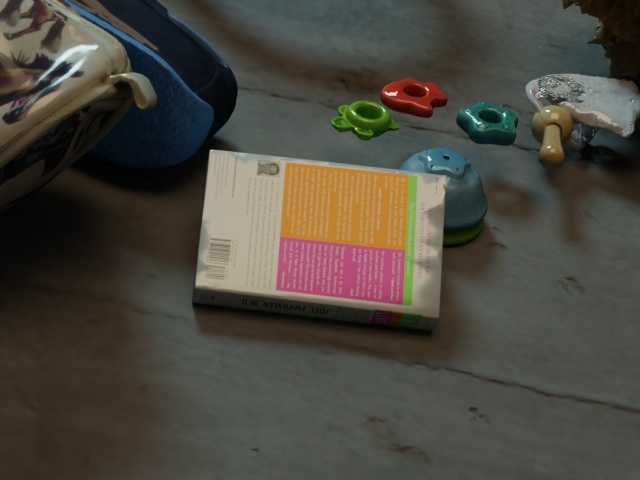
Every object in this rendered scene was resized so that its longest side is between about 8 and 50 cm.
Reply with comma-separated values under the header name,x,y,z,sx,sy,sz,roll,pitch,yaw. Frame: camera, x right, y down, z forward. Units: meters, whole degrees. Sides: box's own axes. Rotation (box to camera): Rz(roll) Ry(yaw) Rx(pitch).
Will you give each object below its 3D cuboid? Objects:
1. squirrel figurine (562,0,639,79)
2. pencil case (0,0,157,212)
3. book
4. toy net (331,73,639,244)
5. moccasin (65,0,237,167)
name,x,y,z,sx,sy,sz,roll,pitch,yaw
squirrel figurine,0.383,-0.200,1.263,0.397,0.281,0.370,11,30,-4
pencil case,-0.272,-0.184,1.038,0.410,0.183,0.160,51,18,8
book,0.000,0.000,1.066,0.144,0.035,0.096,8,59,-6
toy net,0.119,-0.071,1.203,0.232,0.045,0.122,-20,45,-37
moccasin,-0.207,-0.156,1.174,0.342,0.138,0.117,40,26,8
